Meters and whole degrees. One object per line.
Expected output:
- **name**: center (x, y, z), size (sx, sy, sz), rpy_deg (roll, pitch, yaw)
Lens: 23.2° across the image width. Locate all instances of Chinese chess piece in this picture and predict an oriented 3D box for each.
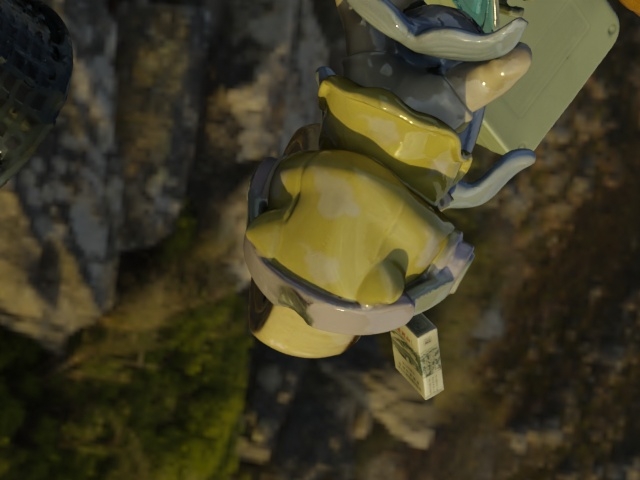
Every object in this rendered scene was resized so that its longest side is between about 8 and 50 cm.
- **Chinese chess piece**: center (0.000, 0.000, 1.691), size (0.257, 0.104, 0.257), rpy_deg (-167, -90, -79)

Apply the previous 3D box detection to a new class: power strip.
- **power strip**: center (0.235, -0.250, 1.851), size (0.229, 0.141, 0.261), rpy_deg (-52, 130, -8)

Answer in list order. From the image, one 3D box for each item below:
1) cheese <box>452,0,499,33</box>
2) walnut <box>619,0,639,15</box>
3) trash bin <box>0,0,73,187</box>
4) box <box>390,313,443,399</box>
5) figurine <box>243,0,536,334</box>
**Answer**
- **cheese**: center (0.141, -0.277, 1.342), size (0.244, 0.052, 0.135), rpy_deg (94, -27, -55)
- **walnut**: center (0.293, -0.242, 1.099), size (0.193, 0.226, 0.193), rpy_deg (6, 79, -34)
- **trash bin**: center (-0.263, -0.123, 0.944), size (0.161, 0.175, 0.175), rpy_deg (50, 48, -48)
- **box**: center (0.087, 0.099, 1.426), size (0.024, 0.054, 0.083), rpy_deg (-25, 133, -16)
- **figurine**: center (0.034, -0.047, 0.778), size (0.208, 0.128, 0.183), rpy_deg (97, 20, -52)
